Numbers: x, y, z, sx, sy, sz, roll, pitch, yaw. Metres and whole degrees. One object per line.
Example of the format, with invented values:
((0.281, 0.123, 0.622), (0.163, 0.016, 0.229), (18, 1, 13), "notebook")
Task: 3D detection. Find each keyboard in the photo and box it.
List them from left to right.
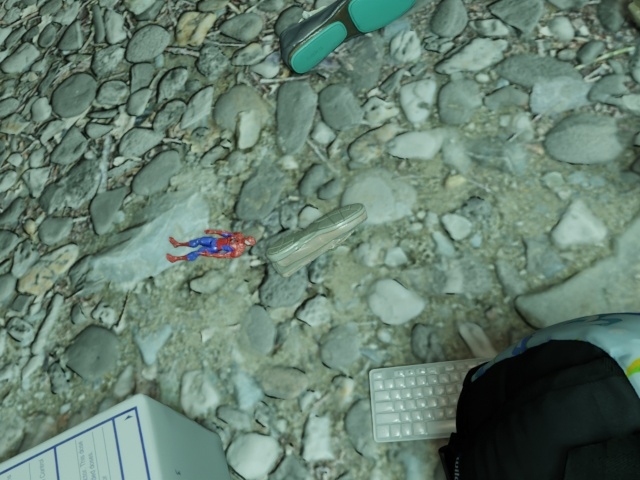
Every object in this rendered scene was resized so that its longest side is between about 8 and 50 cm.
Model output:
((0.173, 0.146, 0.620), (0.256, 0.014, 0.072), (-9, 61, 15), "keyboard")

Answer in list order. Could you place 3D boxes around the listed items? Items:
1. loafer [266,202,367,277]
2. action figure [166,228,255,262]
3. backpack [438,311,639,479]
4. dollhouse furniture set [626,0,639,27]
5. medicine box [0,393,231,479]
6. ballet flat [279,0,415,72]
((0.000, 0.000, 0.751), (0.125, 0.039, 0.045), (-27, 24, 1), "loafer")
((-0.133, 0.006, 0.797), (0.115, 0.030, 0.038), (-5, 57, 15), "action figure")
((0.204, 0.168, 0.391), (0.273, 0.355, 0.290), (-8, 63, 12), "backpack")
((0.477, -0.161, 0.571), (0.362, 0.256, 0.394), (-34, 75, 12), "dollhouse furniture set")
((-0.217, 0.328, 0.577), (0.289, 0.149, 0.263), (-27, 54, 6), "medicine box")
((0.030, -0.303, 0.879), (0.203, 0.074, 0.074), (-31, 57, 4), "ballet flat")
